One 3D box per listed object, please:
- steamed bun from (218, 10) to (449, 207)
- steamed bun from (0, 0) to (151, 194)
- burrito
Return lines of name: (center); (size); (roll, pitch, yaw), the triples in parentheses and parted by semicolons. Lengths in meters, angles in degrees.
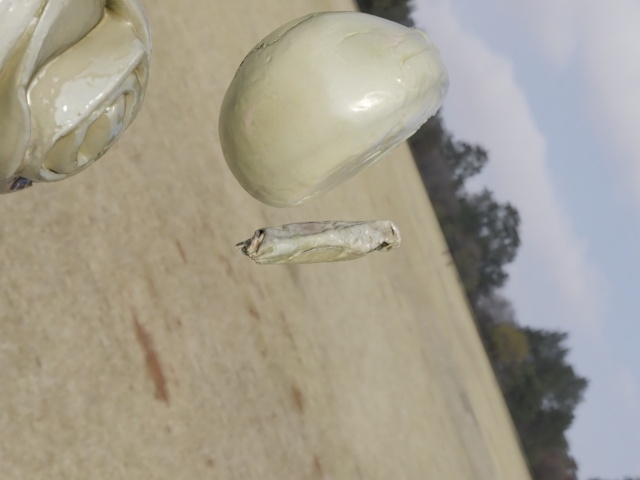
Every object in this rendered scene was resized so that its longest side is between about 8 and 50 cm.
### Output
steamed bun: (0.000, -0.207, 1.829); (0.233, 0.334, 0.312); (55, 17, 5)
steamed bun: (-0.349, -0.194, 1.501); (0.255, 0.342, 0.368); (55, 5, 10)
burrito: (0.000, 0.002, 1.370); (0.058, 0.188, 0.045); (-172, -99, -69)
